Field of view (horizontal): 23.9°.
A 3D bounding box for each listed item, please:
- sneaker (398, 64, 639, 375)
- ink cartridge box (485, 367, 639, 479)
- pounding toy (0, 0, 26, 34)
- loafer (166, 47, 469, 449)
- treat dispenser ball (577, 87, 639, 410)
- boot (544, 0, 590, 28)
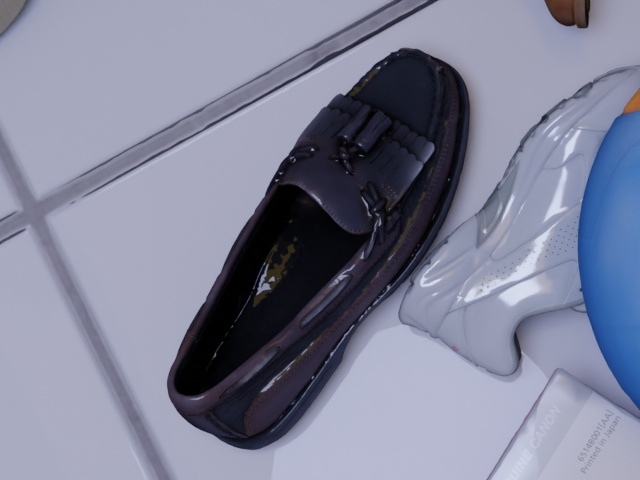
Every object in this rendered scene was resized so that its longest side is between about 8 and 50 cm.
[{"bbox_3d":[0.161,-0.008,1.005,0.115,0.090,0.232,39,98,5],"label":"sneaker"},{"bbox_3d":[0.185,0.273,0.960,0.261,0.066,0.296,33,87,11],"label":"ink cartridge box"},{"bbox_3d":[-0.297,-0.251,1.085,0.183,0.110,0.236,3,120,-20],"label":"pounding toy"},{"bbox_3d":[0.000,0.000,1.006,0.109,0.095,0.302,29,88,29],"label":"loafer"},{"bbox_3d":[0.293,0.004,0.870,0.288,0.288,0.288,-1,81,8],"label":"treat dispenser ball"},{"bbox_3d":[0.100,-0.217,1.047,0.152,0.073,0.197,-15,67,5],"label":"boot"}]
